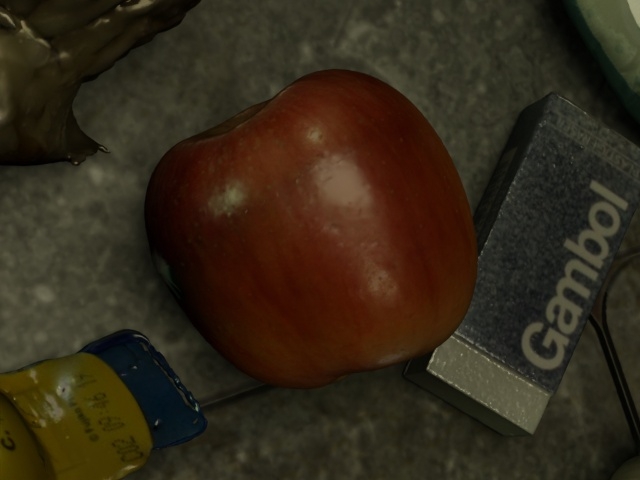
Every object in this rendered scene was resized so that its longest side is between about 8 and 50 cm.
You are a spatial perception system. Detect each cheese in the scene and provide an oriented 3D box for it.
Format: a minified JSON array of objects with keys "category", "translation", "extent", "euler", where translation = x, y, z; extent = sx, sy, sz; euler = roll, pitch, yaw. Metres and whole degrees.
[{"category":"cheese","translation":[-0.189,0.118,0.876],"extent":[0.270,0.069,0.177],"euler":[-21,57,-33]}]

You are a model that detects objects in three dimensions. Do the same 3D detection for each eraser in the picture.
[{"category":"eraser","translation":[0.137,0.015,1.054],"extent":[0.092,0.046,0.213],"euler":[32,71,-13]}]

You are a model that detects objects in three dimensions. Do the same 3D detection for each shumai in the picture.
[{"category":"shumai","translation":[-0.154,-0.125,0.909],"extent":[0.205,0.166,0.176],"euler":[1,86,-2]}]

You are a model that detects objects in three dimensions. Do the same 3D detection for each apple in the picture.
[{"category":"apple","translation":[0.000,0.000,0.940],"extent":[0.199,0.199,0.199],"euler":[4,79,-21]}]

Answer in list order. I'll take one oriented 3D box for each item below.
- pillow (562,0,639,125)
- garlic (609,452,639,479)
[{"category":"pillow","translation":[0.263,-0.169,1.127],"extent":[0.214,0.086,0.233],"euler":[-32,90,-34]},{"category":"garlic","translation":[0.256,0.169,1.001],"extent":[0.131,0.194,0.127],"euler":[2,70,-16]}]
